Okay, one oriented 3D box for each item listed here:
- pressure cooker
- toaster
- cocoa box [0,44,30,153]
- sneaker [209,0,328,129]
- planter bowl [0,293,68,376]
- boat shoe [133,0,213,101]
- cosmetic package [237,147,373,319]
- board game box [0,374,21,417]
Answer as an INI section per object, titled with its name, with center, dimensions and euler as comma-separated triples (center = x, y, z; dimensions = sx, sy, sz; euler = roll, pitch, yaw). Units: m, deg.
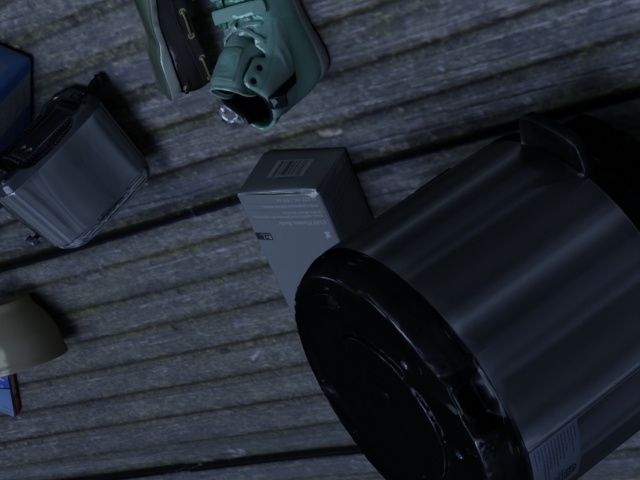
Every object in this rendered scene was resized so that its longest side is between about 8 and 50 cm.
[pressure cooker]
center = 0.231, 0.082, 1.602
dimensions = 0.375, 0.420, 0.370
euler = 55, 159, 4
[toaster]
center = -0.332, -0.098, 1.922
dimensions = 0.129, 0.227, 0.146
euler = 20, 154, 55
[cocoa box]
center = -0.600, -0.172, 1.967
dimensions = 0.347, 0.231, 0.228
euler = 24, 139, 9
[sneaker]
center = -0.092, -0.249, 1.641
dimensions = 0.094, 0.151, 0.256
euler = -11, 124, 40
[planter bowl]
center = -0.499, 0.148, 2.314
dimensions = 0.162, 0.162, 0.109
euler = -9, 98, 38
[boat shoe]
center = -0.183, -0.279, 1.734
dimensions = 0.081, 0.069, 0.227
euler = 49, 157, 49
[cosmetic package]
center = 0.000, 0.000, 1.879
dimensions = 0.127, 0.107, 0.238
euler = -3, 127, 30
[board game box]
center = -0.669, 0.218, 2.569
dimensions = 0.281, 0.027, 0.145
euler = 19, 140, 13
